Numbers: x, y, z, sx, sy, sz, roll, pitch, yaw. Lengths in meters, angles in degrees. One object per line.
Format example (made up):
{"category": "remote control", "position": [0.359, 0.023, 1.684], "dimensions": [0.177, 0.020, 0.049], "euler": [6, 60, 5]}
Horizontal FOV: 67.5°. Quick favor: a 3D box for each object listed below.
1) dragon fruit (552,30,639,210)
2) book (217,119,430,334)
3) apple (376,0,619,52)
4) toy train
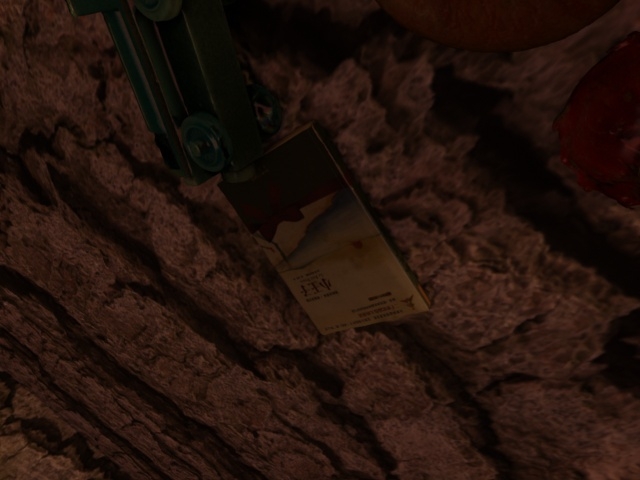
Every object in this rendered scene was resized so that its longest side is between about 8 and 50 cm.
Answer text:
{"category": "dragon fruit", "position": [0.264, -0.080, 0.376], "dimensions": [0.153, 0.111, 0.153], "euler": [14, 127, 19]}
{"category": "book", "position": [0.000, 0.000, 0.655], "dimensions": [0.201, 0.026, 0.289], "euler": [-22, 109, 39]}
{"category": "apple", "position": [0.120, -0.228, 0.298], "dimensions": [0.211, 0.188, 0.211], "euler": [18, 129, 24]}
{"category": "toy train", "position": [-0.165, -0.204, 0.546], "dimensions": [0.194, 0.120, 0.298], "euler": [11, 128, 34]}
